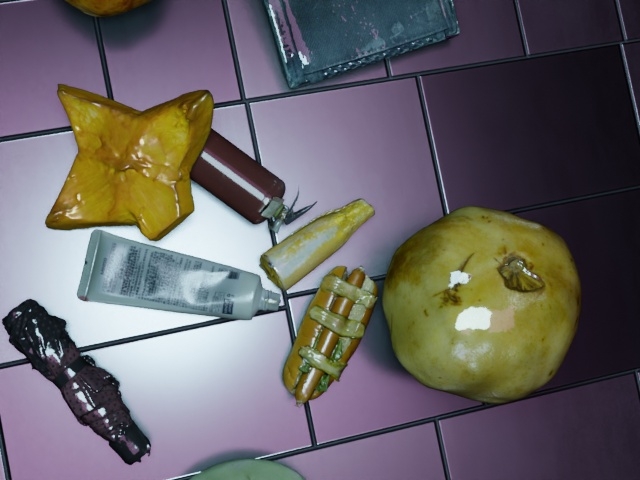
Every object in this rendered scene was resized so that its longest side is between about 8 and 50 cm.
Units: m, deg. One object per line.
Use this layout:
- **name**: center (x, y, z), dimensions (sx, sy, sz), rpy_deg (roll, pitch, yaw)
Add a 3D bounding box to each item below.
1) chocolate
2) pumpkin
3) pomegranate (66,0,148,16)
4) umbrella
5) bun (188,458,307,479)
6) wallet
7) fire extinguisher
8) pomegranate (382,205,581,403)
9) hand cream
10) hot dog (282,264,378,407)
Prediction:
- **chocolate**: center (0.000, 0.000, 1.487), dimensions (0.219, 0.085, 0.086), rpy_deg (-34, 92, -15)
- **pumpkin**: center (-0.306, -0.126, 1.379), dimensions (0.290, 0.095, 0.258), rpy_deg (8, 103, 16)
- **pomegranate**: center (-0.351, -0.491, 1.388), dimensions (0.248, 0.248, 0.248), rpy_deg (1, 85, -10)
- **umbrella**: center (-0.390, 0.231, 1.384), dimensions (0.094, 0.090, 0.326), rpy_deg (-42, 94, -14)
- **bun**: center (-0.115, 0.503, 1.364), dimensions (0.293, 0.187, 0.293), rpy_deg (1, 85, -8)
- **wallet**: center (0.064, -0.432, 1.519), dimensions (0.342, 0.075, 0.237), rpy_deg (-21, 105, -11)
- **fire extinguisher**: center (-0.141, -0.109, 1.453), dimensions (0.269, 0.105, 0.105), rpy_deg (36, 80, -5)
- **pomegranate**: center (0.266, 0.110, 1.410), dimensions (0.332, 0.332, 0.333), rpy_deg (1, 85, -10)
- **hand cream**: center (-0.235, 0.074, 1.447), dimensions (0.340, 0.078, 0.124), rpy_deg (12, 84, -2)
- **hot dog**: center (0.016, 0.165, 1.475), dimensions (0.109, 0.072, 0.270), rpy_deg (26, 80, -5)
